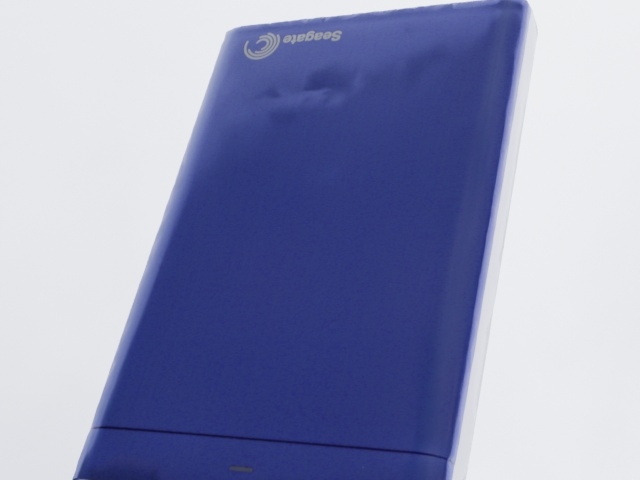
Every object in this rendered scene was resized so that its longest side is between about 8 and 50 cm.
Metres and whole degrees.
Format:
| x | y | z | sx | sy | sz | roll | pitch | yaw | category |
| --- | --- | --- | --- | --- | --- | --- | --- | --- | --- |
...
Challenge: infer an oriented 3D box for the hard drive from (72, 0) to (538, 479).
| x | y | z | sx | sy | sz | roll | pitch | yaw | category |
| --- | --- | --- | --- | --- | --- | --- | --- | --- | --- |
| 0.000 | 0.000 | 0.615 | 0.210 | 0.319 | 0.040 | -1 | -32 | 25 | hard drive |
